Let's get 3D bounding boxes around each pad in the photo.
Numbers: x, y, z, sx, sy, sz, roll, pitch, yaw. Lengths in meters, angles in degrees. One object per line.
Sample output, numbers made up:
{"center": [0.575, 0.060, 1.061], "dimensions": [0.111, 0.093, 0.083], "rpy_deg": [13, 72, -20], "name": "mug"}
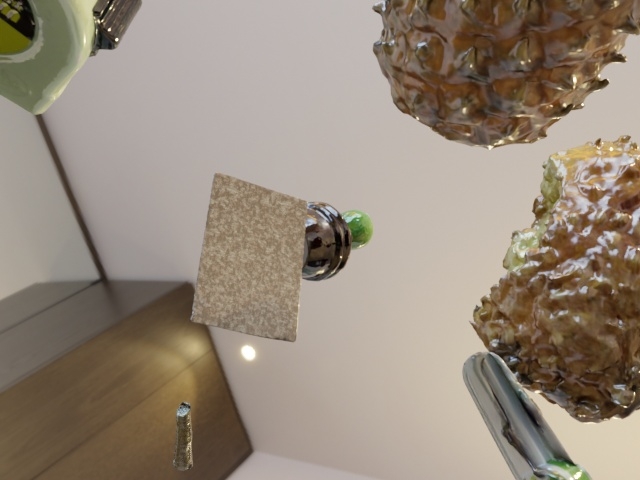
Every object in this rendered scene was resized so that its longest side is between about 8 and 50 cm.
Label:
{"center": [-0.095, 0.023, 0.924], "dimensions": [0.158, 0.235, 0.003], "rpy_deg": [16, -29, -24], "name": "pad"}

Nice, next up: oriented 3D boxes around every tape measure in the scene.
{"center": [-0.296, -0.237, 0.422], "dimensions": [0.351, 0.098, 0.215], "rpy_deg": [33, -32, -31], "name": "tape measure"}

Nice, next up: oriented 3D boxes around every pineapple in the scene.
{"center": [0.139, -0.181, 0.308], "dimensions": [0.170, 0.141, 0.310], "rpy_deg": [15, -37, -7], "name": "pineapple"}

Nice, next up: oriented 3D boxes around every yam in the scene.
{"center": [-0.216, 0.305, 0.996], "dimensions": [0.033, 0.027, 0.130], "rpy_deg": [10, -61, 9], "name": "yam"}

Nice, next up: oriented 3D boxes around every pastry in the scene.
{"center": [0.424, 0.069, 0.932], "dimensions": [0.337, 0.405, 0.292], "rpy_deg": [27, -15, 7], "name": "pastry"}

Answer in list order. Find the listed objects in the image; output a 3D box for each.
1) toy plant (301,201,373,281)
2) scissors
{"center": [0.000, 0.000, 1.433], "dimensions": [0.218, 0.235, 0.176], "rpy_deg": [-18, -93, 41], "name": "toy plant"}
{"center": [0.148, 0.162, 0.395], "dimensions": [0.101, 0.027, 0.204], "rpy_deg": [-51, -121, 43], "name": "scissors"}
